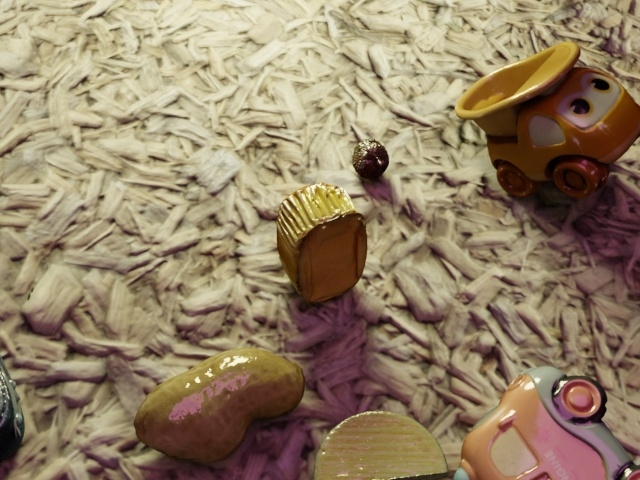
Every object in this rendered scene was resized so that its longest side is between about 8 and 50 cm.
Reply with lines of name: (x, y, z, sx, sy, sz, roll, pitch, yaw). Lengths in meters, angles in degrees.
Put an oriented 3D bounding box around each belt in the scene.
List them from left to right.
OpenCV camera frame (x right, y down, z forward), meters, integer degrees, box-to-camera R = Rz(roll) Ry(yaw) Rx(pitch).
belt: (-0.502, 0.203, 1.106, 0.122, 0.128, 0.218, -27, 62, -19)

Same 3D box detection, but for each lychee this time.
lychee: (0.088, -0.145, 1.405, 0.067, 0.068, 0.083, -27, 33, -5)

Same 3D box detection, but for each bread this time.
bread: (0.000, 0.000, 1.236, 0.132, 0.190, 0.114, -17, 52, -17)
bread: (0.080, 0.302, 1.140, 0.193, 0.036, 0.112, -6, 53, -4)

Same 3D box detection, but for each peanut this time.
peanut: (-0.138, 0.231, 1.122, 0.253, 0.122, 0.137, -28, 103, -21)

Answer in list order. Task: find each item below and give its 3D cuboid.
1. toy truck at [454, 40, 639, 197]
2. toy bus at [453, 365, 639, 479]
toy truck: (0.397, -0.204, 1.363, 0.204, 0.288, 0.211, -46, 114, -26)
toy bus: (0.308, 0.330, 1.059, 0.232, 0.194, 0.287, -29, 64, -7)
